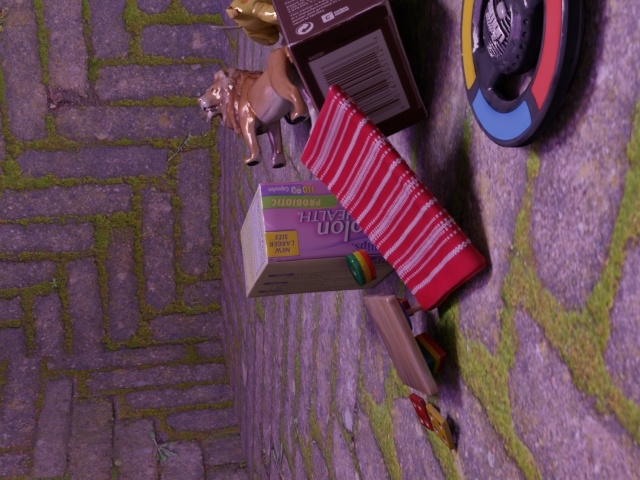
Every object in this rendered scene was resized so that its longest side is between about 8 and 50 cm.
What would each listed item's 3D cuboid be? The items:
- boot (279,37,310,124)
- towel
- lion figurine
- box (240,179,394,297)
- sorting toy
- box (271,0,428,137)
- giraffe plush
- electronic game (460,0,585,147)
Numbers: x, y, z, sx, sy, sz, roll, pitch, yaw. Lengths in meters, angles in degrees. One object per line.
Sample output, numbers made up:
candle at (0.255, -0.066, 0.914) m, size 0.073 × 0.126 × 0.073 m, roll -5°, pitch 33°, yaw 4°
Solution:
boot at (-0.063, -0.343, 1.825) m, size 0.086 × 0.069 × 0.190 m, roll 179°, pitch 88°, yaw -72°
towel at (0.079, -0.043, 1.044) m, size 0.275 × 0.031 × 0.199 m, roll 51°, pitch 160°, yaw 7°
lion figurine at (-0.097, -0.295, 1.719) m, size 0.392 × 0.142 × 0.240 m, roll -27°, pitch 70°, yaw 49°
box at (0.000, 0.000, 1.292) m, size 0.243 × 0.213 × 0.117 m, roll 127°, pitch 138°, yaw -72°
sorting toy at (0.120, 0.133, 1.110) m, size 0.275 × 0.046 × 0.132 m, roll 66°, pitch 170°, yaw -1°
box at (0.015, -0.311, 1.196) m, size 0.381 × 0.143 × 0.191 m, roll -110°, pitch -6°, yaw -48°
giraffe plush at (-0.107, -0.497, 1.699) m, size 0.181 × 0.210 × 0.171 m, roll 147°, pitch 126°, yaw -79°
electronic game at (0.182, -0.203, 0.807) m, size 0.229 × 0.048 × 0.229 m, roll 177°, pitch 90°, yaw -78°
